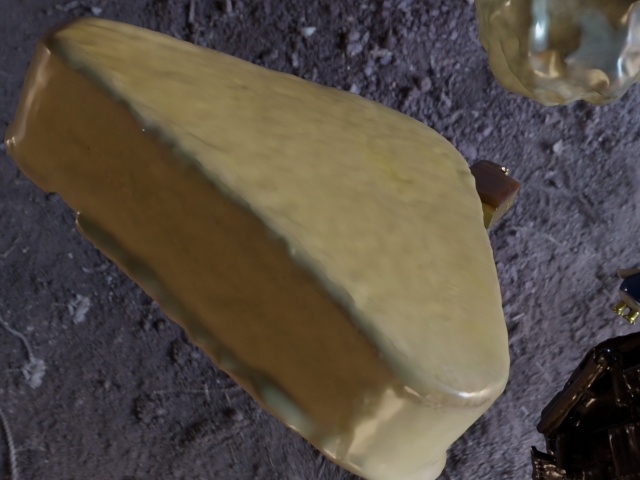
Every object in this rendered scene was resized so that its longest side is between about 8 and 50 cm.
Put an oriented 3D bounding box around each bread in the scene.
[{"bbox_3d":[0.243,-0.073,1.116,0.088,0.226,0.049,23,114,20],"label":"bread"}]

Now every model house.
[{"bbox_3d":[0.404,0.304,0.955,0.317,0.297,0.282,-22,34,27],"label":"model house"}]

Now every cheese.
[{"bbox_3d":[-0.001,0.000,0.527,0.384,0.104,0.384,24,29,-15],"label":"cheese"}]

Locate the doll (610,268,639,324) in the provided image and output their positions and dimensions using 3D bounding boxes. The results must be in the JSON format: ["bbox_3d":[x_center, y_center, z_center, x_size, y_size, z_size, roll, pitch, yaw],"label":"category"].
[{"bbox_3d":[0.510,0.064,1.155,0.099,0.057,0.143,40,101,8],"label":"doll"}]

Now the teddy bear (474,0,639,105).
[{"bbox_3d":[0.271,-0.131,0.187,0.375,0.327,0.362,-19,35,-5],"label":"teddy bear"}]
